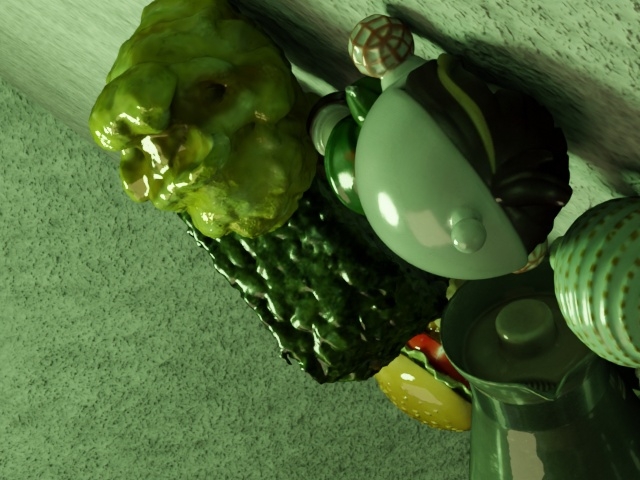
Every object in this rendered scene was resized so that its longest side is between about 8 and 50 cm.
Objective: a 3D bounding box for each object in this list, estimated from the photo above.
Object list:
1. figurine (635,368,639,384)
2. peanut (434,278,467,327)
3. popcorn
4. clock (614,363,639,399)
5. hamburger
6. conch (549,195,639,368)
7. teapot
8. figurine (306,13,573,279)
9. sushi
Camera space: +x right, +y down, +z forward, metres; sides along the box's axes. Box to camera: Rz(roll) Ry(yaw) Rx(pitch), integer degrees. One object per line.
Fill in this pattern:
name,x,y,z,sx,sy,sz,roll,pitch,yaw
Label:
figurine,0.442,0.206,1.433,0.193,0.154,0.421,34,173,39
peanut,0.167,0.053,1.788,0.159,0.109,0.140,43,164,13
popcorn,-0.105,-0.122,1.326,0.250,0.241,0.235,35,142,-19
clock,0.377,0.198,1.795,0.185,0.040,0.184,9,161,3
hamburger,0.207,0.212,2.200,0.274,0.212,0.274,32,172,5
conch,0.274,0.025,1.083,0.172,0.131,0.200,13,-149,-24
teapot,0.279,0.189,1.569,0.300,0.253,0.344,-97,-10,-48
figurine,0.090,-0.069,1.136,0.281,0.167,0.370,52,171,-22
sushi,0.000,0.000,1.583,0.352,0.178,0.294,49,-163,8
